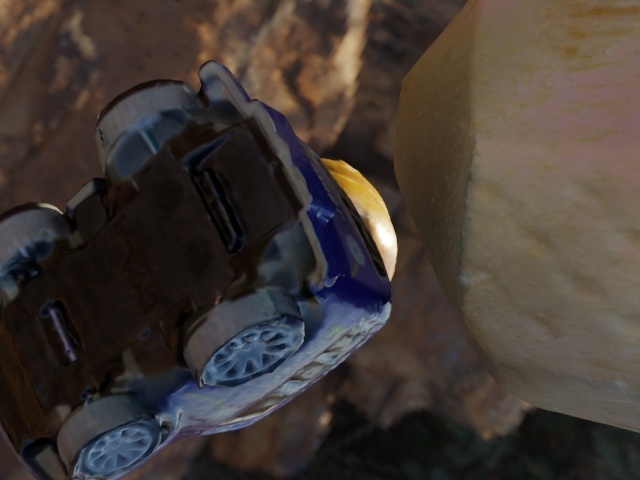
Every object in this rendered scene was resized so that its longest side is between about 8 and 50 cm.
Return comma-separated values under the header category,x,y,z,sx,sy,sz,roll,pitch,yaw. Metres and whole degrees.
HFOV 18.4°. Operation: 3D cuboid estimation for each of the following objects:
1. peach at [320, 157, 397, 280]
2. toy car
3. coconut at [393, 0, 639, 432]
category,x,y,z,sx,sy,sz,roll,pitch,yaw
peach,0.000,0.000,1.634,0.138,0.138,0.138,-37,143,-35
toy car,-0.076,0.036,1.111,0.235,0.172,0.158,-39,147,17
coconut,0.208,-0.043,1.160,0.352,0.352,0.353,-37,143,-35
